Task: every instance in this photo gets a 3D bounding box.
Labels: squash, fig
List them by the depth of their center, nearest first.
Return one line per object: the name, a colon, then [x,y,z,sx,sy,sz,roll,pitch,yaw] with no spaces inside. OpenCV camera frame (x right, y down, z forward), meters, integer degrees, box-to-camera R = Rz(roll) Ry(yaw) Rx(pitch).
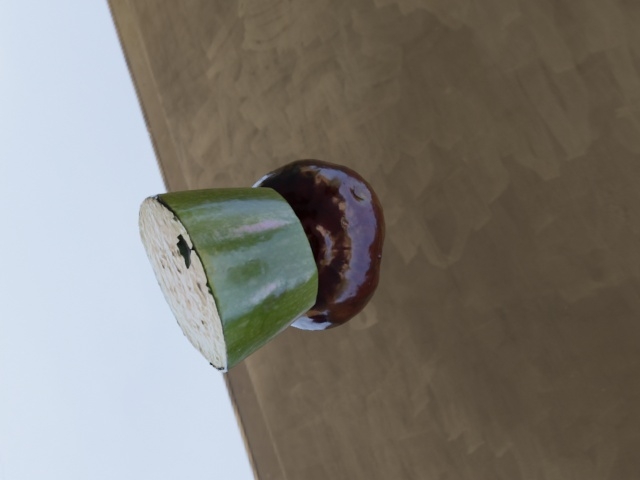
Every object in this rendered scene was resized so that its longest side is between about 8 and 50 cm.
squash: [-0.081,0.024,0.538,0.170,0.122,0.170,51,-28,40]
fig: [-0.016,0.003,0.762,0.249,0.186,0.204,-162,-118,-85]
